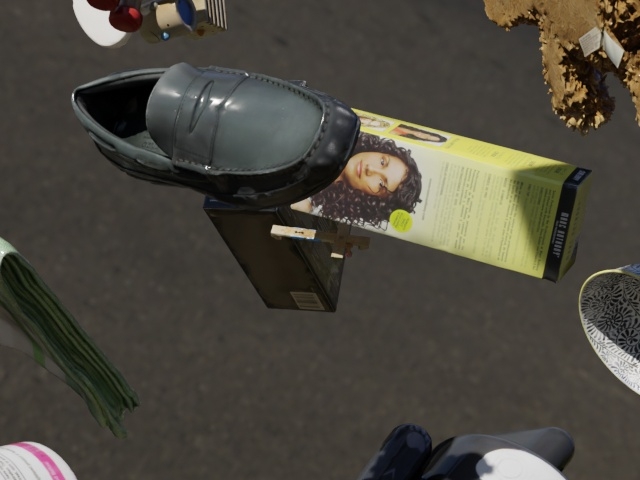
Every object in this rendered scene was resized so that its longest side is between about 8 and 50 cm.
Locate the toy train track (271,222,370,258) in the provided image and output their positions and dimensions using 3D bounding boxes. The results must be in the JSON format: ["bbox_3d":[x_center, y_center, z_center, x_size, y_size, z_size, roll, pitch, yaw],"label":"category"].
[{"bbox_3d":[0.000,0.000,1.530,0.083,0.014,0.048,8,44,6],"label":"toy train track"}]

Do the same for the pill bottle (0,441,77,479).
[{"bbox_3d":[-0.368,0.289,1.678,0.283,0.160,0.160,-9,43,-43],"label":"pill bottle"}]

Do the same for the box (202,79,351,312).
[{"bbox_3d":[-0.043,-0.051,2.238,0.103,0.184,0.261,4,-28,20],"label":"box"}]

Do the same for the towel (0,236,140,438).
[{"bbox_3d":[-0.273,-0.002,1.187,0.325,0.038,0.248,31,-17,28],"label":"towel"}]

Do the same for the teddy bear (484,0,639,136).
[{"bbox_3d":[0.276,-0.211,1.632,0.113,0.245,0.338,-12,15,-24],"label":"teddy bear"}]

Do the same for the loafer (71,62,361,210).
[{"bbox_3d":[-0.068,-0.065,1.064,0.078,0.076,0.223,33,-16,-38],"label":"loafer"}]

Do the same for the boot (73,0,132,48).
[{"bbox_3d":[-0.229,-0.283,1.942,0.086,0.069,0.190,30,40,-68],"label":"boot"}]

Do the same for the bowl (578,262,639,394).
[{"bbox_3d":[0.357,0.082,1.872,0.170,0.170,0.080,40,57,21],"label":"bowl"}]

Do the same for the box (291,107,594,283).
[{"bbox_3d":[0.096,-0.041,1.467,0.232,0.087,0.058,14,21,16],"label":"box"}]

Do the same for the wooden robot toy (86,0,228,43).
[{"bbox_3d":[-0.095,-0.171,1.120,0.173,0.079,0.076,41,44,-50],"label":"wooden robot toy"}]

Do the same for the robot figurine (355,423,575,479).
[{"bbox_3d":[0.111,0.265,1.434,0.209,0.173,0.278,33,52,15],"label":"robot figurine"}]
